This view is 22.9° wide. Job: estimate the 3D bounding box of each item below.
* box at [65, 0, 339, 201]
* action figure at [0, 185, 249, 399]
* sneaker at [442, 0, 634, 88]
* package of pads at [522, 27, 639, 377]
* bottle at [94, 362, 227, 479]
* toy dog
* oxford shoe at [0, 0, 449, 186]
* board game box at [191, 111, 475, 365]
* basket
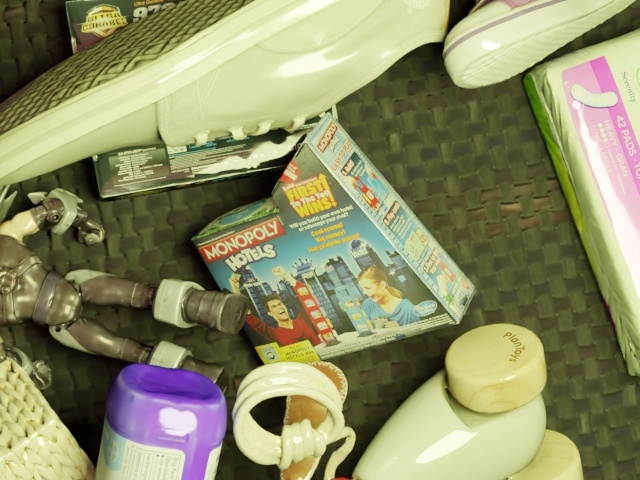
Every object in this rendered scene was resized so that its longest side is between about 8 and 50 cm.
[{"bbox_3d":[-0.102,-0.138,1.385,0.220,0.051,0.175,-11,87,-7],"label":"box"},{"bbox_3d":[-0.210,0.058,1.341,0.285,0.099,0.185,18,91,9],"label":"action figure"},{"bbox_3d":[0.167,-0.237,1.364,0.282,0.102,0.161,-32,85,-43],"label":"sneaker"},{"bbox_3d":[0.341,-0.053,1.405,0.229,0.101,0.296,-20,89,-7],"label":"package of pads"},{"bbox_3d":[-0.141,0.243,1.229,0.092,0.118,0.283,10,100,-12],"label":"bottle"},{"bbox_3d":[0.054,0.167,1.333,0.334,0.161,0.220,-2,112,-17],"label":"toy dog"},{"bbox_3d":[-0.081,-0.134,1.291,0.449,0.169,0.130,-26,115,-8],"label":"oxford shoe"},{"bbox_3d":[0.000,0.000,1.327,0.194,0.060,0.194,-17,111,30],"label":"board game box"},{"bbox_3d":[-0.241,0.193,1.284,0.103,0.113,0.167,-37,132,-11],"label":"basket"}]
